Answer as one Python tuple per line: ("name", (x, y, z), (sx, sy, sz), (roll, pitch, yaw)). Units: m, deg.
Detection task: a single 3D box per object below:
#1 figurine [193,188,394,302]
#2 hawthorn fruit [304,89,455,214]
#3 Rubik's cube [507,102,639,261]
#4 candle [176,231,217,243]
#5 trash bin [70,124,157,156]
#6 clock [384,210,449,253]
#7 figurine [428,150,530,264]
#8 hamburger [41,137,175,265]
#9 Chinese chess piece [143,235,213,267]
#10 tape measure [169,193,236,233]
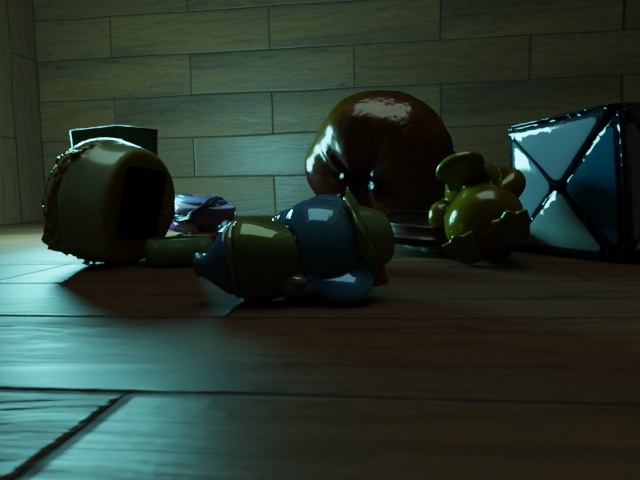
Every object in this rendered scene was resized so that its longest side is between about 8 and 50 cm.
("figurine", (-0.030, 0.005, 0.770), (0.262, 0.154, 0.180), (3, 17, 4))
("hawthorn fruit", (0.205, -0.227, 1.666), (0.471, 0.472, 0.472), (-1, 5, 0))
("Rubik's cube", (0.612, -0.125, 1.184), (0.307, 0.305, 0.310), (-4, 6, -21))
("candle", (-0.298, 0.003, 1.425), (0.130, 0.052, 0.052), (-3, 5, -31))
("trash bin", (-0.597, -0.157, 1.660), (0.223, 0.343, 0.158), (0, 7, 28))
("clock", (0.282, -0.016, 1.325), (0.318, 0.080, 0.318), (1, 11, 0))
("figurine", (0.314, -0.065, 1.108), (0.215, 0.228, 0.215), (-10, -27, -5))
("hamburger", (-0.453, -0.084, 1.199), (0.179, 0.276, 0.294), (13, 5, 23))
("Chinese chess piece", (-0.297, 0.021, 1.178), (0.144, 0.058, 0.144), (-1, 3, 0))
("tape measure", (-0.429, -0.085, 1.980), (0.231, 0.149, 0.245), (0, 12, -19))
